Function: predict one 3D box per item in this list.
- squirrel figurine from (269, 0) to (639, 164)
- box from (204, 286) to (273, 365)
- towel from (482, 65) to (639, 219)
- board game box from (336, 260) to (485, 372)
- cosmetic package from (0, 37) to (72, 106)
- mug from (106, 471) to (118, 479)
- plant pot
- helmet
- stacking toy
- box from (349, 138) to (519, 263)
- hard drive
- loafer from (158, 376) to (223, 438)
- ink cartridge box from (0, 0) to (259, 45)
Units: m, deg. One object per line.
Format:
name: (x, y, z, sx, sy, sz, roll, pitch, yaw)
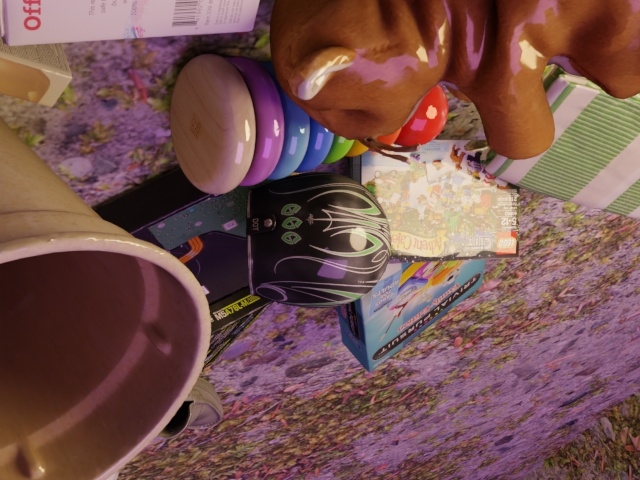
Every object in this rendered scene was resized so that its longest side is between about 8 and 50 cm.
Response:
squirrel figurine: (0.126, -0.245, 0.734, 0.371, 0.281, 0.397, -10, 144, 3)
box: (-0.178, 0.152, 1.258, 0.190, 0.045, 0.184, -46, 171, 32)
towel: (0.385, -0.102, 1.018, 0.325, 0.038, 0.248, 13, 154, -7)
board game box: (0.142, 0.042, 1.297, 0.254, 0.079, 0.336, -36, 153, -14)
cosmetic package: (-0.279, -0.161, 0.730, 0.115, 0.060, 0.041, 12, 134, -45)
mug: (-0.396, 0.260, 1.092, 0.328, 0.276, 0.374, -59, -169, -14)
plant pot: (-0.314, 0.038, 0.733, 0.334, 0.305, 0.333, -26, 143, -22)
helmet: (0.000, 0.000, 0.960, 0.162, 0.169, 0.169, -1, 148, -2)
stacking toy: (0.011, -0.135, 0.932, 0.330, 0.141, 0.141, -9, 147, -34)
box: (0.151, -0.053, 1.111, 0.233, 0.159, 0.044, -2, -176, -20)
hard drive: (-0.168, 0.004, 1.075, 0.339, 0.064, 0.237, -26, 151, 2)
loafer: (-0.252, 0.275, 1.392, 0.112, 0.111, 0.319, -32, 150, 12)
ink cartridge box: (-0.152, -0.243, 0.664, 0.213, 0.093, 0.154, -12, 147, -25)
